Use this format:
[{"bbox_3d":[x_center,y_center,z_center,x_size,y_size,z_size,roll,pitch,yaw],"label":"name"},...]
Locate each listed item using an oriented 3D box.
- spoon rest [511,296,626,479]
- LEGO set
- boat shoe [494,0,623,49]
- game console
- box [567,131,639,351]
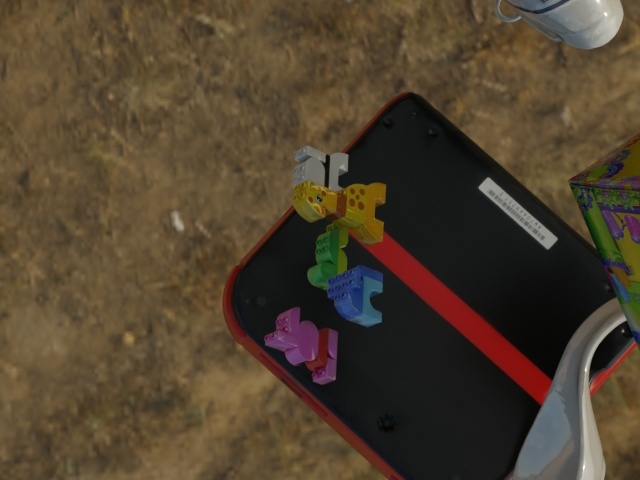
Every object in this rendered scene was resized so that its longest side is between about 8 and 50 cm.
[{"bbox_3d":[0.260,0.171,1.441,0.084,0.137,0.276,26,97,-17],"label":"spoon rest"},{"bbox_3d":[0.000,0.000,1.292,0.093,0.227,0.087,22,149,-35],"label":"LEGO set"},{"bbox_3d":[0.227,-0.294,1.513,0.136,0.367,0.156,-40,121,8],"label":"boat shoe"},{"bbox_3d":[0.122,0.075,1.591,0.342,0.386,0.060,-47,174,-10],"label":"game console"},{"bbox_3d":[0.393,0.038,1.155,0.177,0.290,0.279,-32,108,-22],"label":"box"}]
